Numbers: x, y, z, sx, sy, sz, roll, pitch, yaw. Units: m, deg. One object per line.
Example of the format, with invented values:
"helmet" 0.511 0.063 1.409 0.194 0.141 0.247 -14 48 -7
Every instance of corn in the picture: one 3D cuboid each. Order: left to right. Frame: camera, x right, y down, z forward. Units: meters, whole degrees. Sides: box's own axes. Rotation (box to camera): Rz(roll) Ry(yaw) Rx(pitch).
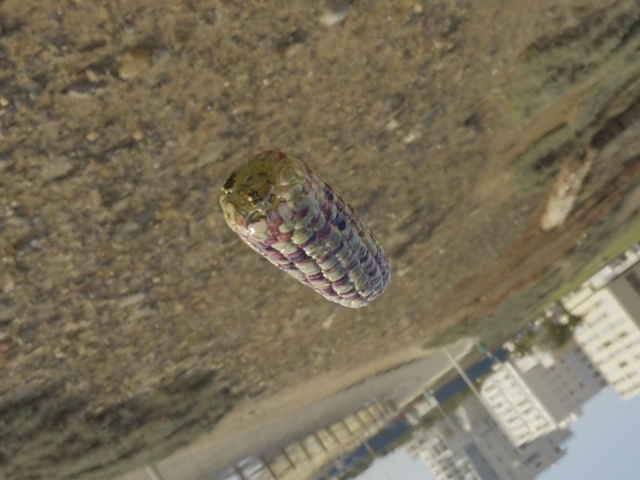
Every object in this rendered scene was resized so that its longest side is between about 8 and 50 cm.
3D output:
"corn" 0.000 0.000 0.850 0.086 0.086 0.253 -37 147 7
